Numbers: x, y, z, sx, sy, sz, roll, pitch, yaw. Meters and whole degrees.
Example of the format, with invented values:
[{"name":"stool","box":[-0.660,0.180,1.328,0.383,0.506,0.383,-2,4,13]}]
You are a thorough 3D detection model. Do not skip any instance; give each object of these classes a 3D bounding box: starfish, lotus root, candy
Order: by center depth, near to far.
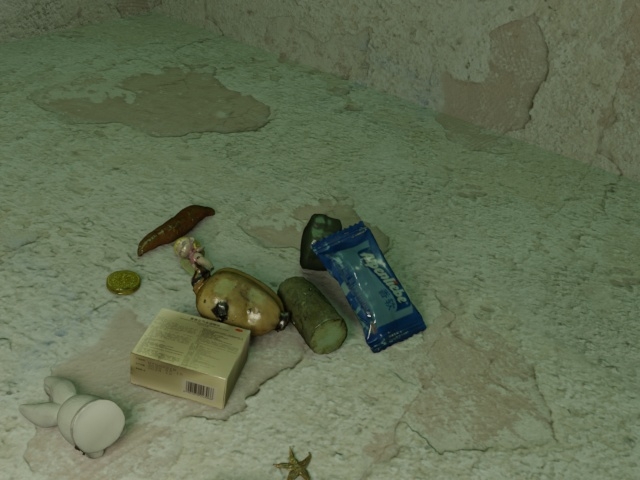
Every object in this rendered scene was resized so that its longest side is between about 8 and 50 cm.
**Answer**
[{"name":"starfish","box":[-0.041,0.436,1.307,0.086,0.016,0.092,30,36,25]},{"name":"lotus root","box":[-0.197,0.149,1.593,0.256,0.140,0.154,25,21,6]},{"name":"candy","box":[0.119,0.110,1.708,0.187,0.077,0.331,-21,73,-30]}]

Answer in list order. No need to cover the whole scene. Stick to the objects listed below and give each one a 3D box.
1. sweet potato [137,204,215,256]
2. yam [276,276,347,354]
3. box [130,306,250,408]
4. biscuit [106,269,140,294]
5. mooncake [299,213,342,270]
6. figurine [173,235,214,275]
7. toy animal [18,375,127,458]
[{"name":"sweet potato","box":[-0.395,-0.038,1.892,0.072,0.066,0.314,-19,16,38]},{"name":"yam","box":[-0.024,0.172,1.627,0.107,0.107,0.194,-10,36,-28]},{"name":"box","box":[-0.276,0.247,1.461,0.212,0.095,0.168,14,35,6]},{"name":"biscuit","box":[-0.488,0.104,1.689,0.084,0.023,0.084,7,33,-4]},{"name":"mooncake","box":[0.000,0.000,1.834,0.104,0.169,0.175,1,21,-9]},{"name":"figurine","box":[-0.323,0.045,1.785,0.083,0.083,0.187,-15,34,-33]},{"name":"toy animal","box":[-0.464,0.336,1.302,0.220,0.131,0.104,6,58,45]}]
